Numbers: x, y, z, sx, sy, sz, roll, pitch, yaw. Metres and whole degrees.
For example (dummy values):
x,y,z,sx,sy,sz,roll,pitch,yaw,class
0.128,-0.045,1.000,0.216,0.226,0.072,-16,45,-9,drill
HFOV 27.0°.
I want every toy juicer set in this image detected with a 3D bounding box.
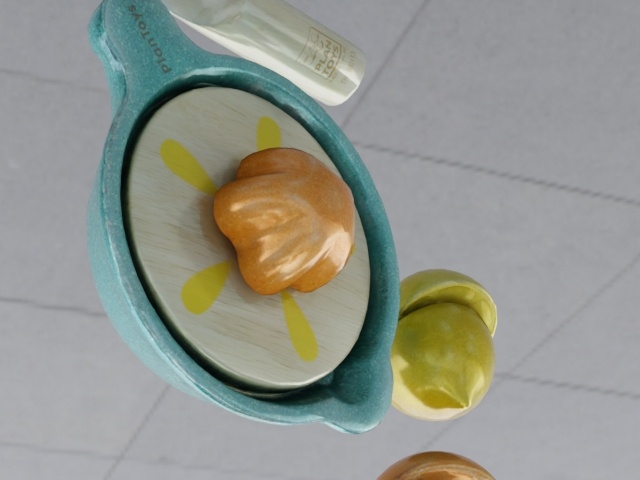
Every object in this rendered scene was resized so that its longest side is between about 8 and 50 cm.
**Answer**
x,y,z,sx,sy,sz,roll,pitch,yaw,class
0.000,0.000,0.493,0.209,0.328,0.089,2,160,-45,toy juicer set
